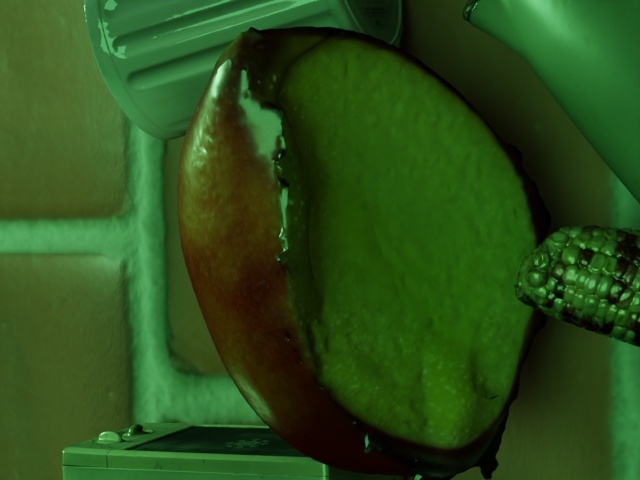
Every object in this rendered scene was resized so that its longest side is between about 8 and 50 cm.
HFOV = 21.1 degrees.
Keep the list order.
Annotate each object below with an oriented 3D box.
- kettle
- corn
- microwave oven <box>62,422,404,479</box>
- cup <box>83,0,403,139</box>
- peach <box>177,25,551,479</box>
[{"bbox_3d":[0.259,-0.137,1.151,0.240,0.165,0.255,-32,59,-7],"label":"kettle"},{"bbox_3d":[0.261,0.043,1.178,0.253,0.086,0.086,15,101,9],"label":"corn"},{"bbox_3d":[-0.064,0.243,1.357,0.240,0.145,0.194,-2,95,28],"label":"microwave oven"},{"bbox_3d":[-0.060,-0.206,1.311,0.202,0.167,0.221,-13,90,25],"label":"cup"},{"bbox_3d":[0.000,0.000,1.219,0.201,0.258,0.362,1,136,49],"label":"peach"}]
